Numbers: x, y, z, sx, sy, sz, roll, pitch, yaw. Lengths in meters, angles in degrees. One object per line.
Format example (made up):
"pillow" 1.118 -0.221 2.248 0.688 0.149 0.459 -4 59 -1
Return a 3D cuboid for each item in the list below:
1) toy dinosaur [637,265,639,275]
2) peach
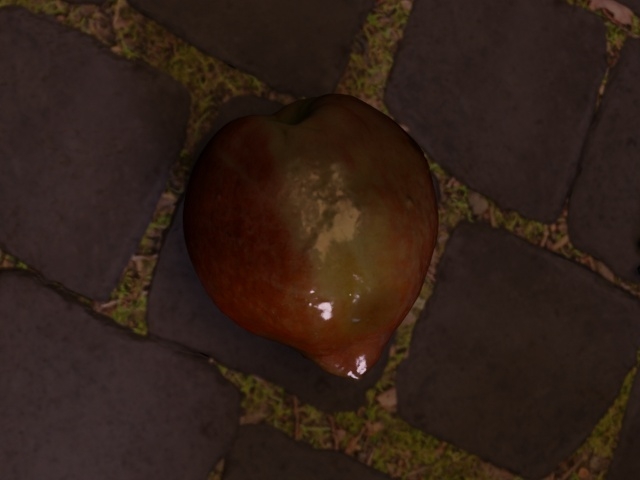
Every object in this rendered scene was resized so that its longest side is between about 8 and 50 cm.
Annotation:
"toy dinosaur" 0.425 0.030 1.908 0.187 0.087 0.179 39 74 -12
"peach" 0.000 0.000 1.699 0.232 0.232 0.256 -20 99 -20
